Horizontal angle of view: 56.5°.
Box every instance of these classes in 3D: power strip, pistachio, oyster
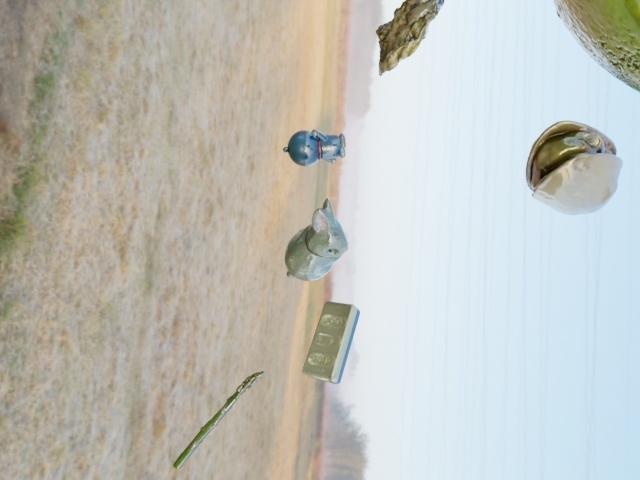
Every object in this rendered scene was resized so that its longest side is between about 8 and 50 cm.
[{"bbox_3d":[0.018,0.152,0.905,0.032,0.056,0.123,46,57,-52],"label":"power strip"},{"bbox_3d":[0.393,-0.109,0.934,0.215,0.144,0.143,21,67,-51],"label":"pistachio"},{"bbox_3d":[0.201,-0.508,1.417,0.214,0.083,0.222,-37,-148,50],"label":"oyster"}]

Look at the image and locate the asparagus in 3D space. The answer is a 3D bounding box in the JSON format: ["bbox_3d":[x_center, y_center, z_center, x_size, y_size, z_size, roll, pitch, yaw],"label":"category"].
[{"bbox_3d":[-0.124,0.213,0.716,0.162,0.016,0.016,-50,-136,5],"label":"asparagus"}]

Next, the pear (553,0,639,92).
[{"bbox_3d":[0.357,-0.285,0.579,0.165,0.399,0.398,162,-68,-71],"label":"pear"}]

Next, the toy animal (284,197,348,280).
[{"bbox_3d":[0.001,0.003,1.288,0.251,0.126,0.127,122,-21,-64],"label":"toy animal"}]

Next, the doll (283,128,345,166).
[{"bbox_3d":[-0.015,-0.225,1.443,0.114,0.152,0.085,86,-2,-50],"label":"doll"}]
